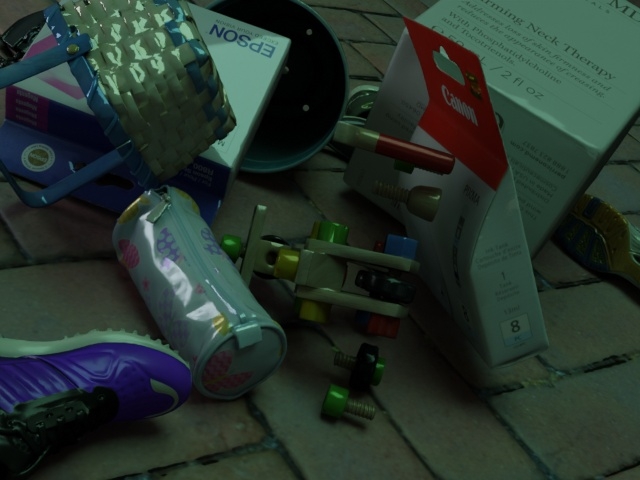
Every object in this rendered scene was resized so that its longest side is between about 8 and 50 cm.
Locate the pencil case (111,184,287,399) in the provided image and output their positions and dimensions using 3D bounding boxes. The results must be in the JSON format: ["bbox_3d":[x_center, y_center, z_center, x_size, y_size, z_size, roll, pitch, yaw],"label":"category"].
[{"bbox_3d":[-0.143,0.054,1.101,0.113,0.124,0.273,-1,39,-37],"label":"pencil case"}]

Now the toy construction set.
[{"bbox_3d":[0.000,0.000,1.137,0.237,0.309,0.257,18,23,-1],"label":"toy construction set"}]

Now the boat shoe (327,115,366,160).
[{"bbox_3d":[0.094,-0.153,1.641,0.206,0.075,0.065,23,27,-12],"label":"boat shoe"}]

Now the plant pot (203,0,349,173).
[{"bbox_3d":[-0.078,-0.267,1.538,0.271,0.272,0.255,24,17,0],"label":"plant pot"}]

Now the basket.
[{"bbox_3d":[-0.261,-0.157,1.130,0.289,0.255,0.201,-30,69,-8],"label":"basket"}]

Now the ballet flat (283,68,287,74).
[{"bbox_3d":[-0.153,-0.286,1.703,0.213,0.072,0.068,3,64,-31],"label":"ballet flat"}]

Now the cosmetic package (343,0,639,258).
[{"bbox_3d":[0.303,-0.204,1.508,0.329,0.327,0.393,35,48,12],"label":"cosmetic package"}]

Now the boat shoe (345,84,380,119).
[{"bbox_3d":[0.193,-0.205,1.764,0.305,0.109,0.091,13,32,-7],"label":"boat shoe"}]

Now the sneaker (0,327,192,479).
[{"bbox_3d":[-0.260,0.163,0.884,0.293,0.102,0.146,5,39,-21],"label":"sneaker"}]

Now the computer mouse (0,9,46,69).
[{"bbox_3d":[-0.427,-0.314,1.543,0.184,0.060,0.262,30,31,11],"label":"computer mouse"}]

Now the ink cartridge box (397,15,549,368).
[{"bbox_3d":[0.161,-0.071,1.222,0.091,0.385,0.308,-20,24,-3],"label":"ink cartridge box"}]

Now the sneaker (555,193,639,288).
[{"bbox_3d":[0.540,0.025,1.672,0.296,0.112,0.131,40,12,27],"label":"sneaker"}]

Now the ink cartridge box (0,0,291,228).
[{"bbox_3d":[-0.245,-0.197,1.305,0.324,0.071,0.330,20,60,1],"label":"ink cartridge box"}]
